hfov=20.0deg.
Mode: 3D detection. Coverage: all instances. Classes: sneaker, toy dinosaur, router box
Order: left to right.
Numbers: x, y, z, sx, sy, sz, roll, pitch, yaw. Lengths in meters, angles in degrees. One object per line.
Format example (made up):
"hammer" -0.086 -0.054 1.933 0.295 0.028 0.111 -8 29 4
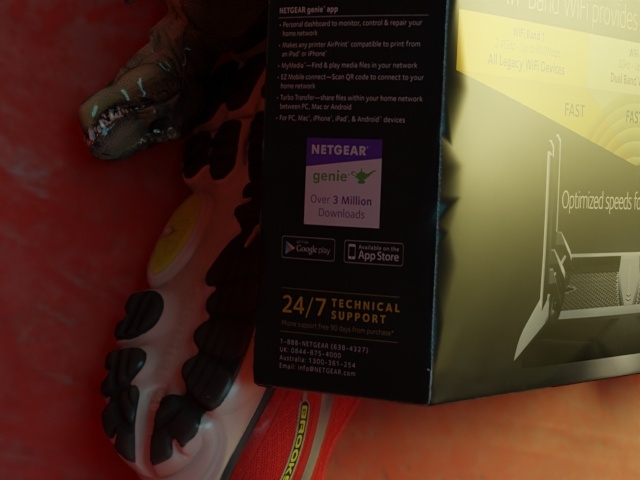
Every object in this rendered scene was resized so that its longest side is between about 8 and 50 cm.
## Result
"toy dinosaur" -0.034 -0.159 0.771 0.118 0.064 0.268 41 87 -8
"sneaker" 0.000 0.000 0.779 0.118 0.107 0.279 45 59 -37
"router box" 0.096 -0.065 0.754 0.309 0.081 0.243 0 93 -56
